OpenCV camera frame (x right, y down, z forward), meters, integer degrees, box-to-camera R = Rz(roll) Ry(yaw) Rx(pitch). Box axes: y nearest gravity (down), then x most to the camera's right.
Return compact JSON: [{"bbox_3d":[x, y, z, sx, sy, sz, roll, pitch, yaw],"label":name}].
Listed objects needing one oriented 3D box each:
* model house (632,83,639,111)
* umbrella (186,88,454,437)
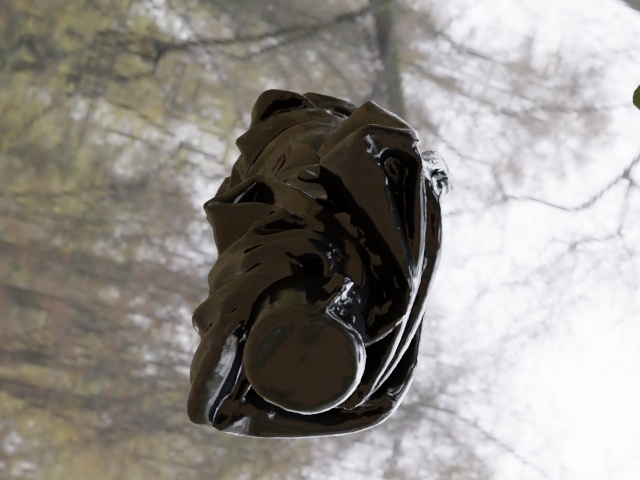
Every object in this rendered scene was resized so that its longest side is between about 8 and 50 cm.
[{"bbox_3d":[0.374,-0.024,0.689,0.357,0.313,0.242,-37,-161,1],"label":"model house"},{"bbox_3d":[0.001,-0.001,0.601,0.122,0.110,0.272,-31,-170,10],"label":"umbrella"}]
